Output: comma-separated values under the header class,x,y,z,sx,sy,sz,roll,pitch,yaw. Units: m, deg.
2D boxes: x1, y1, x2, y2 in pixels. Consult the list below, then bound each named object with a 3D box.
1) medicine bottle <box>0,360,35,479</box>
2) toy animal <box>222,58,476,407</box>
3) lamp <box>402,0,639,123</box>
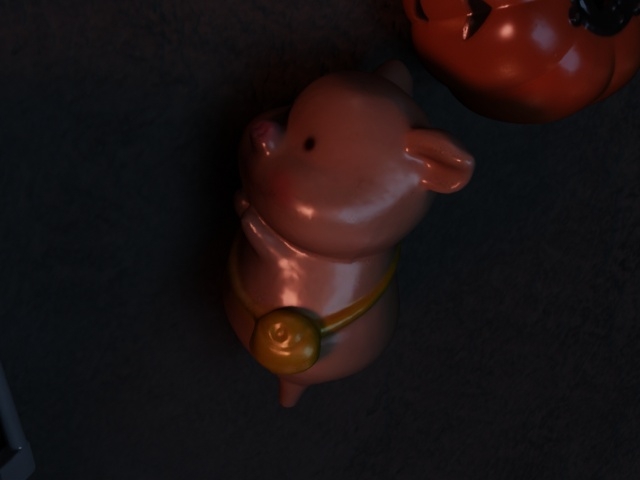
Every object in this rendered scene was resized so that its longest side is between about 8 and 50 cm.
class,x,y,z,sx,sy,sz,roll,pitch,yaw
medicine bottle,-0.231,0.089,1.064,0.092,0.061,0.220,-50,143,-43
toy animal,0.002,0.002,1.181,0.149,0.165,0.248,6,121,-31
lamp,0.146,-0.177,1.230,0.188,0.164,0.187,2,86,-38
